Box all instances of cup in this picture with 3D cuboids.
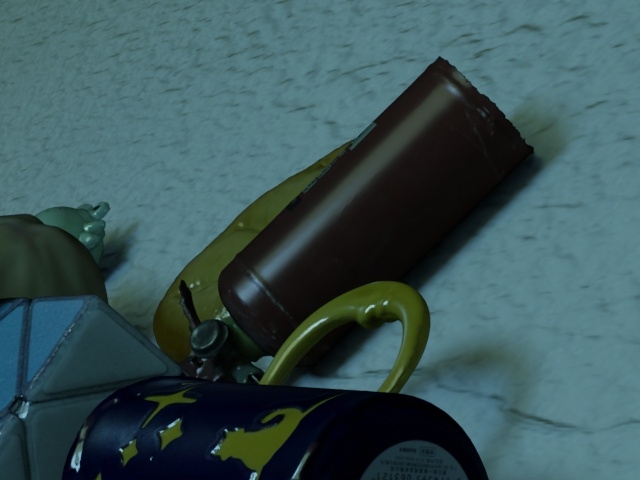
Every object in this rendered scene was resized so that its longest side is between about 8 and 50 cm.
[{"bbox_3d":[-0.020,0.135,1.272,0.256,0.178,0.255,-4,75,51],"label":"cup"}]

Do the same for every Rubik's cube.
[{"bbox_3d":[-0.197,0.179,1.476,0.205,0.207,0.205,-4,46,53],"label":"Rubik's cube"}]

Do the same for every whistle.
[{"bbox_3d":[-0.292,0.051,1.930,0.244,0.092,0.110,-45,27,-2],"label":"whistle"}]

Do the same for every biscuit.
[{"bbox_3d":[-0.026,-0.005,1.669,0.299,0.045,0.154,-41,26,9],"label":"biscuit"}]

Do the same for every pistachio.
[{"bbox_3d":[-0.301,0.128,1.725,0.226,0.208,0.331,84,-160,-67],"label":"pistachio"}]

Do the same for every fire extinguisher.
[{"bbox_3d":[0.000,0.000,1.541,0.337,0.106,0.147,-43,39,3],"label":"fire extinguisher"}]
